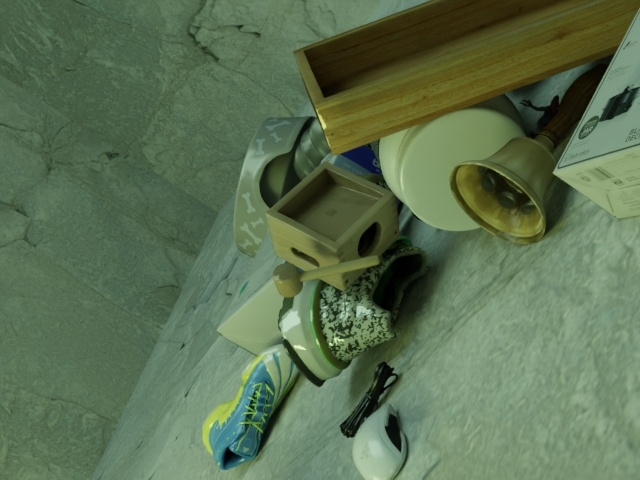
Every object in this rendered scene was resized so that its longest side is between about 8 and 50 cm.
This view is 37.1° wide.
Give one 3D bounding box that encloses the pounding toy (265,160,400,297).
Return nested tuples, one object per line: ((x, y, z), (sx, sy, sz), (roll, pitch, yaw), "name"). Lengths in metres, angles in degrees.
((0.014, 0.017, 1.264), (0.206, 0.181, 0.094), (-43, -37, -28), "pounding toy")

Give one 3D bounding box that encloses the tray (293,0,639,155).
((0.182, -0.236, 1.144), (0.411, 0.076, 0.203), (-21, 30, 2), "tray")

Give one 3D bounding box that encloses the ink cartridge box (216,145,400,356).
((0.000, 0.000, 1.690), (0.270, 0.151, 0.395), (-42, 20, 52), "ink cartridge box")

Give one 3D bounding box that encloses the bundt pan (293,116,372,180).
((0.060, -0.235, 1.958), (0.331, 0.124, 0.331), (-53, -1, -2), "bundt pan")

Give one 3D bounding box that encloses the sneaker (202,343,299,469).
((-0.103, 0.288, 1.579), (0.240, 0.091, 0.126), (-52, 31, 20), "sneaker")

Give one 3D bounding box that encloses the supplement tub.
((0.161, -0.148, 1.278), (0.191, 0.191, 0.272), (-53, 23, 20), "supplement tub")

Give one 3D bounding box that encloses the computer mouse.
((0.062, 0.223, 1.133), (0.106, 0.042, 0.193), (-54, 12, 11), "computer mouse")

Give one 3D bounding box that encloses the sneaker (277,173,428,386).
((0.086, 0.038, 1.395), (0.182, 0.158, 0.410), (-15, 34, 28), "sneaker")

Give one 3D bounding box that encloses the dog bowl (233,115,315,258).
((-0.096, -0.112, 2.108), (0.349, 0.102, 0.348), (13, -90, -81), "dog bowl")

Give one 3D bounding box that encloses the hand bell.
((0.269, -0.125, 1.117), (0.242, 0.126, 0.126), (-50, 8, -22), "hand bell")

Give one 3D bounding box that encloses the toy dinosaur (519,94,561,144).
((0.297, -0.153, 1.222), (0.090, 0.047, 0.082), (22, 67, 44), "toy dinosaur")

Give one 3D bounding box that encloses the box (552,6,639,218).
((0.351, -0.170, 0.884), (0.290, 0.087, 0.169), (-61, 12, -14), "box")

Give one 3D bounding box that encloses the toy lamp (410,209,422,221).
((0.154, -0.097, 1.514), (0.080, 0.080, 0.274), (-54, 14, 13), "toy lamp")
